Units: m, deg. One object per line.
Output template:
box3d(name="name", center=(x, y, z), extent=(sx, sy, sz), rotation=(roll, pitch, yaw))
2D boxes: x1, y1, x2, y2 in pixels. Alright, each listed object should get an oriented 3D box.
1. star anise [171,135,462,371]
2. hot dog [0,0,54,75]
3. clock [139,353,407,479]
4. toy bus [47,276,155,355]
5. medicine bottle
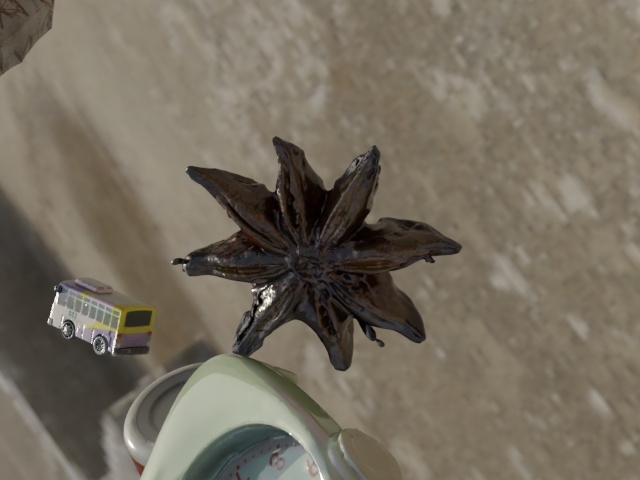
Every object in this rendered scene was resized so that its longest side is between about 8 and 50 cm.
box3d(name="star anise", center=(0.000, 0.000, 1.578), extent=(0.272, 0.102, 0.272), rotation=(7, 123, 11))
box3d(name="hot dog", center=(-0.308, -0.209, 1.616), extent=(0.059, 0.191, 0.108), rotation=(-36, 102, 32))
box3d(name="clock", center=(-0.032, 0.256, 1.382), extent=(0.109, 0.265, 0.324), rotation=(22, -176, -39))
box3d(name="toy bus", center=(-0.210, 0.072, 1.680), extent=(0.102, 0.052, 0.058), rotation=(21, 103, 38))
box3d(name="medicine bottle", center=(-0.100, 0.284, 1.931), extent=(0.157, 0.157, 0.288), rotation=(33, 150, 48))
